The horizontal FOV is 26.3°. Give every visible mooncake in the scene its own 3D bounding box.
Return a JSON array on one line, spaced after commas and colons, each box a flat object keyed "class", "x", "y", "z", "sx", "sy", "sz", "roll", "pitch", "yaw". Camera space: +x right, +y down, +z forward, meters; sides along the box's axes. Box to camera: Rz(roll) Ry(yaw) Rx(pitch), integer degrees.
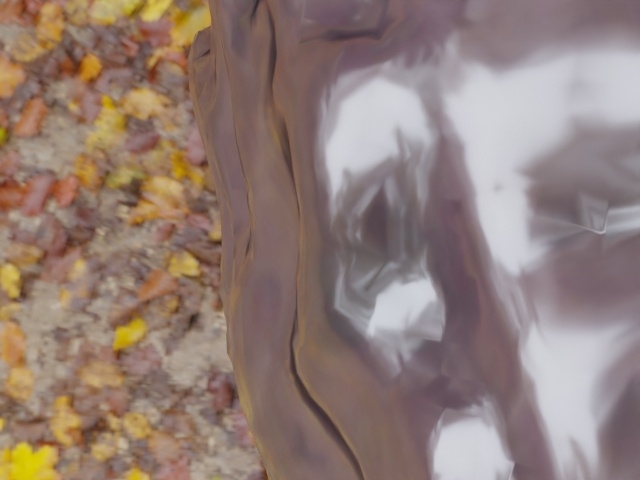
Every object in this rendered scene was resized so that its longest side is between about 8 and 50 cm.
[{"class": "mooncake", "x": 0.071, "y": 0.014, "z": 0.487, "sx": 0.212, "sy": 0.381, "sz": 0.350, "roll": -11, "pitch": 67, "yaw": -9}]
